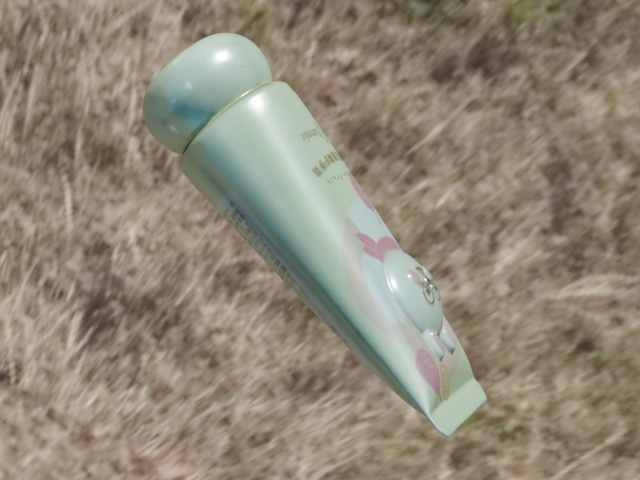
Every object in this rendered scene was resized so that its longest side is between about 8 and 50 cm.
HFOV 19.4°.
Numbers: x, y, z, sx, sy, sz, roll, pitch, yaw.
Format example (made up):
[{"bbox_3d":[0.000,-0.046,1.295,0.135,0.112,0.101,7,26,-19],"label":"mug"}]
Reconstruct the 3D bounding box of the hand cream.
[{"bbox_3d":[0.000,0.000,1.240,0.093,0.147,0.306,-39,85,15],"label":"hand cream"}]
